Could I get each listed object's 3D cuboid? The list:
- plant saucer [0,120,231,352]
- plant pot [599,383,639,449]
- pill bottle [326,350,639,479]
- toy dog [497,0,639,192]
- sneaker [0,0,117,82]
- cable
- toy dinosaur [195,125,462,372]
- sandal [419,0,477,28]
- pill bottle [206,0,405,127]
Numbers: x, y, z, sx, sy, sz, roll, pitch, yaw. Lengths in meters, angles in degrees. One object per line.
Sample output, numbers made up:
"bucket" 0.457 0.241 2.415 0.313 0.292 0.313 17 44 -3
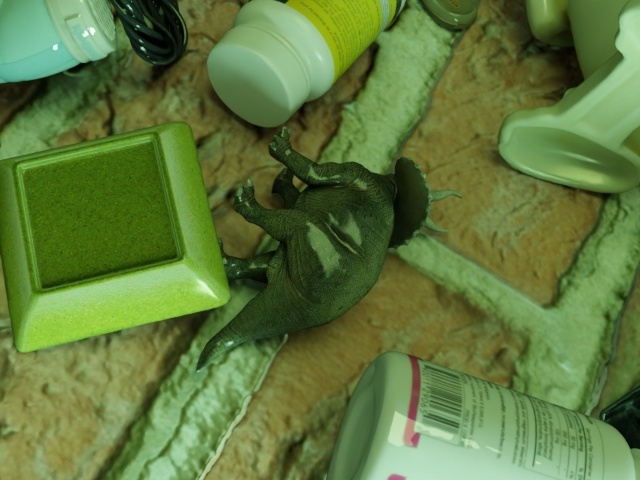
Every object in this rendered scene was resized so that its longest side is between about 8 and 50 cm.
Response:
"plant saucer" -0.189 -0.016 1.041 0.188 0.045 0.188 -13 66 -6
"plant pot" 0.410 0.170 1.105 0.167 0.188 0.187 -20 69 -41
"pill bottle" 0.158 0.208 0.999 0.283 0.160 0.160 20 58 -8
"toy dog" 0.399 -0.272 1.280 0.396 0.284 0.407 16 56 -10
"sneaker" -0.303 -0.297 1.145 0.150 0.135 0.366 -21 52 3
"cable" -0.178 -0.253 1.154 0.047 0.150 0.184 -21 72 5
"toy dinosaur" 0.000 0.000 1.086 0.160 0.121 0.313 28 52 14
"sandal" 0.112 -0.311 1.336 0.072 0.049 0.180 -36 78 -31
"pill bottle" -0.013 -0.213 1.197 0.119 0.119 0.208 37 57 4
